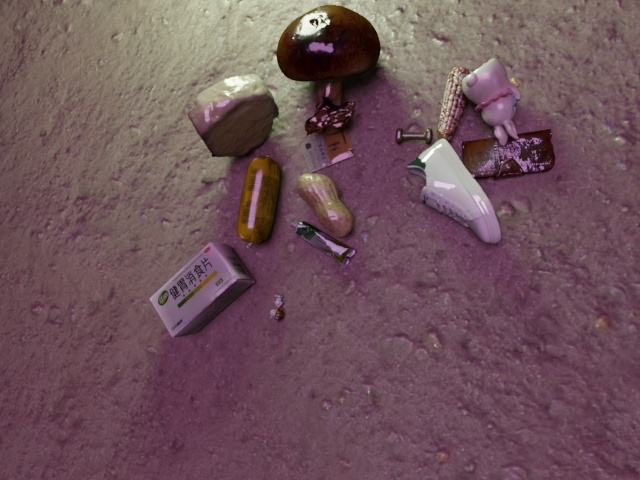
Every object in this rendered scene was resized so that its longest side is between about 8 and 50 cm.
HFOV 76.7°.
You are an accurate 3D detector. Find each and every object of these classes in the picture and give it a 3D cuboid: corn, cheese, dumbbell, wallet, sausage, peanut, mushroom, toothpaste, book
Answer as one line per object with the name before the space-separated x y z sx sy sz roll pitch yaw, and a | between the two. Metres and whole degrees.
corn | 0.418 -0.430 1.281 0.080 0.079 0.236 15 87 19
cheese | -0.292 -0.411 1.377 0.115 0.327 0.318 55 136 16
dumbbell | 0.305 -0.341 1.321 0.118 0.046 0.052 5 90 18
wallet | 0.570 -0.257 1.233 0.256 0.031 0.137 -6 78 16
sausage | -0.216 -0.140 1.419 0.123 0.123 0.346 8 85 19
peanut | 0.022 -0.127 1.348 0.124 0.123 0.256 -41 75 9
mushroom | 0.047 -0.591 1.364 0.331 0.356 0.334 -20 36 22
toothpaste | 0.000 0.000 1.375 0.248 0.047 0.078 32 97 17
book | 0.024 -0.319 1.425 0.172 0.012 0.118 -20 78 14

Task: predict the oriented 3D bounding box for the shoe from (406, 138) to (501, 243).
shoe | 0.392 -0.127 1.224 0.160 0.132 0.362 -29 71 11

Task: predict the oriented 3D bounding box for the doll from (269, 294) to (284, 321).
doll | -0.144 0.233 1.392 0.058 0.040 0.085 25 91 29

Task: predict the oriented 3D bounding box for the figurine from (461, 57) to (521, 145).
figurine | 0.532 -0.414 1.213 0.127 0.155 0.235 -26 102 44

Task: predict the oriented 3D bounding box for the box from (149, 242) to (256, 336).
box | -0.418 0.178 1.430 0.333 0.145 0.173 -41 71 9
